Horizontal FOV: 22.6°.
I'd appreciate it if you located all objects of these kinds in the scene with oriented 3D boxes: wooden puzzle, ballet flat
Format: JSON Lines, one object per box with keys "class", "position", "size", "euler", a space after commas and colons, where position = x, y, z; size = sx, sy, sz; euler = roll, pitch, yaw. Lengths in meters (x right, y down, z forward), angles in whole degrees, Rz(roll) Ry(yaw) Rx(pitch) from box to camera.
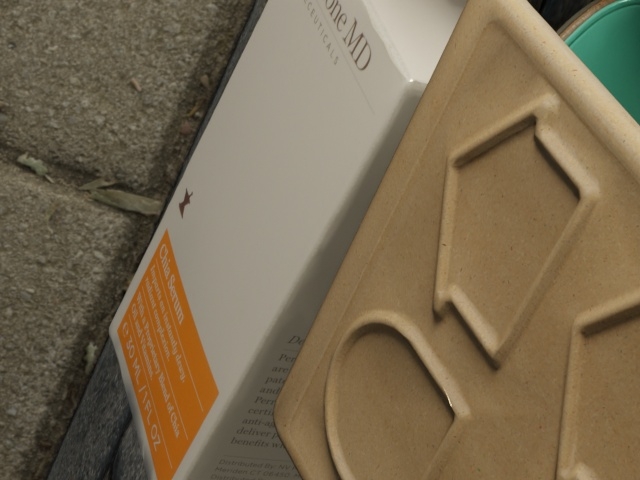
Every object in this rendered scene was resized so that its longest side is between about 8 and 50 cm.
{"class": "wooden puzzle", "position": [0.109, 0.084, 0.803], "size": [0.322, 0.080, 0.348], "euler": [-65, 36, 32]}
{"class": "ballet flat", "position": [0.141, -0.028, 1.002], "size": [0.096, 0.095, 0.280], "euler": [-70, 3, -79]}

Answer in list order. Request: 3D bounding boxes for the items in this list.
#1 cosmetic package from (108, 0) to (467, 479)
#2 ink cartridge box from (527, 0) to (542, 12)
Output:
{"class": "cosmetic package", "position": [0.000, 0.000, 1.249], "size": [0.453, 0.161, 0.230], "euler": [-61, 34, 32]}
{"class": "ink cartridge box", "position": [0.066, -0.256, 1.410], "size": [0.121, 0.211, 0.289], "euler": [-68, 14, -4]}
